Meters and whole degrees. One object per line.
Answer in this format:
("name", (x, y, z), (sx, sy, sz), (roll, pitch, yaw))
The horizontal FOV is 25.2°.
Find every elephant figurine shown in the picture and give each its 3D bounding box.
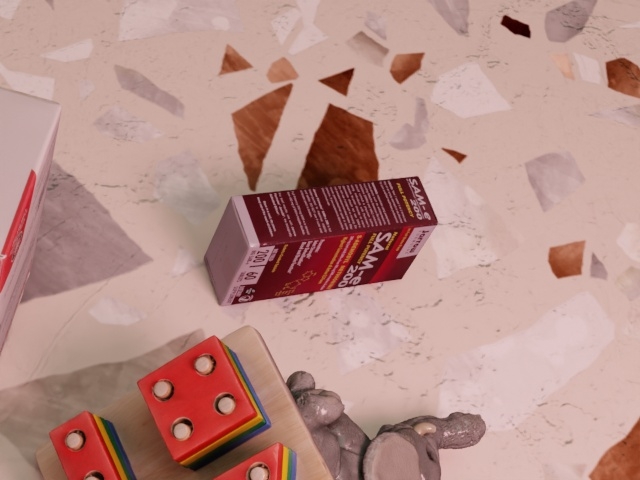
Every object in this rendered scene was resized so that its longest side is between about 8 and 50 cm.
("elephant figurine", (0.054, 0.243, 1.479), (0.239, 0.169, 0.186), (24, 94, -14))

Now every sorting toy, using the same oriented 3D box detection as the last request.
("sorting toy", (-0.129, 0.241, 1.359), (0.257, 0.089, 0.255), (-31, 66, 4))

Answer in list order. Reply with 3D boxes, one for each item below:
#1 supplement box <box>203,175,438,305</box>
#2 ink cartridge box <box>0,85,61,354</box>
("supplement box", (0.000, 0.000, 1.646), (0.239, 0.130, 0.073), (-8, 60, -25))
("ink cartridge box", (-0.348, 0.004, 1.415), (0.114, 0.273, 0.197), (16, 52, -6))
